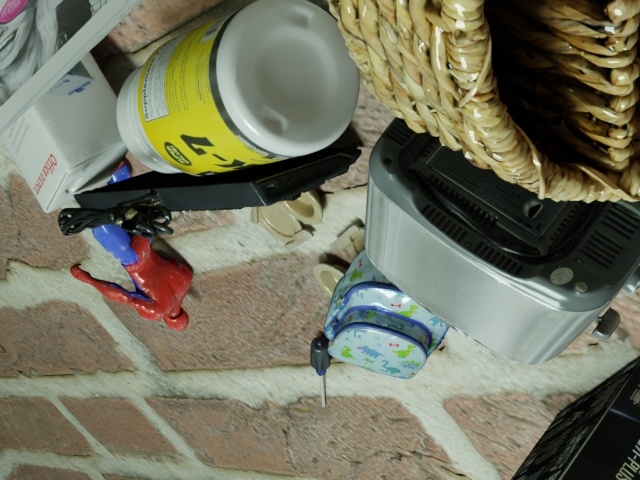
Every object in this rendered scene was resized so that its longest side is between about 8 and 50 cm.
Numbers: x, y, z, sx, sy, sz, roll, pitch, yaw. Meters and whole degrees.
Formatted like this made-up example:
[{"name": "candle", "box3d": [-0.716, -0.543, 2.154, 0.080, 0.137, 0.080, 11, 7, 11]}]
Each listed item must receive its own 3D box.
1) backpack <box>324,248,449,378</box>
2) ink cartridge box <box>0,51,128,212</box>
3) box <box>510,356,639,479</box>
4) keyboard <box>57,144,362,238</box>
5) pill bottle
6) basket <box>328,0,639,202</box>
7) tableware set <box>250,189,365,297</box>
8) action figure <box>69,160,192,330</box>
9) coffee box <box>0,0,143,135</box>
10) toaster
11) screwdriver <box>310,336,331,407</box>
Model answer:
[{"name": "backpack", "box3d": [0.063, 0.064, 1.136, 0.105, 0.084, 0.114, 19, 144, -5]}, {"name": "ink cartridge box", "box3d": [-0.264, -0.140, 1.231, 0.190, 0.082, 0.139, 58, 153, 3]}, {"name": "box", "box3d": [0.220, 0.192, 1.061, 0.077, 0.147, 0.180, 40, 153, 5]}, {"name": "keyboard", "box3d": [-0.124, -0.037, 1.127, 0.317, 0.202, 0.033, -1, 106, 55]}, {"name": "pill bottle", "box3d": [-0.073, -0.113, 1.027, 0.119, 0.119, 0.208, 51, 152, -18]}, {"name": "basket", "box3d": [0.142, -0.144, 0.573, 0.223, 0.213, 0.299, 33, 152, 29]}, {"name": "tableware set", "box3d": [0.000, 0.000, 1.208, 0.169, 0.020, 0.141, 40, 154, 2]}, {"name": "action figure", "box3d": [-0.235, -0.006, 1.436, 0.139, 0.091, 0.280, 6, 136, 40]}, {"name": "coffee box", "box3d": [-0.221, -0.306, 0.692, 0.338, 0.338, 0.334, 38, 152, 7]}, {"name": "toaster", "box3d": [0.117, -0.013, 0.915, 0.227, 0.129, 0.146, 33, 154, 13]}, {"name": "screwdriver", "box3d": [0.003, 0.152, 1.430, 0.170, 0.024, 0.025, 84, 160, -55]}]
